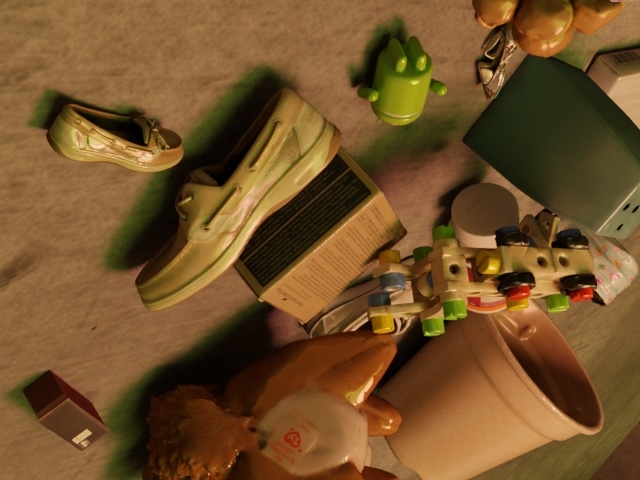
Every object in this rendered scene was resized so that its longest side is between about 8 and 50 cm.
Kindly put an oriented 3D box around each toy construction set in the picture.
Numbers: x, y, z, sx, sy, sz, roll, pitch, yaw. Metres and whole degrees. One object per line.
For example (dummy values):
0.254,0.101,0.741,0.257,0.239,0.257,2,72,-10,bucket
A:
0.237,0.045,1.396,0.327,0.151,0.215,-14,169,-32,toy construction set

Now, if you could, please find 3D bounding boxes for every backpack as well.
0.463,0.025,1.827,0.115,0.182,0.152,-47,149,12,backpack

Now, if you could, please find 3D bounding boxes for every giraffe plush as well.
0.258,-0.291,1.225,0.170,0.181,0.210,92,18,-65,giraffe plush

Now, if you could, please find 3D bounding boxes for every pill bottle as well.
0.258,0.013,1.636,0.121,0.121,0.221,-33,148,-12,pill bottle

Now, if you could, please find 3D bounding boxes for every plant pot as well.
0.362,-0.120,1.462,0.165,0.234,0.166,5,127,-52,plant pot
0.276,0.276,1.859,0.305,0.334,0.334,-40,152,22,plant pot

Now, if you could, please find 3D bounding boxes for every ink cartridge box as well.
0.457,-0.201,1.655,0.189,0.066,0.232,-16,151,-36,ink cartridge box
0.000,0.000,1.318,0.193,0.088,0.235,-40,164,1,ink cartridge box

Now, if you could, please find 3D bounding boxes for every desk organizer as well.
-0.321,0.217,1.325,0.047,0.050,0.130,-36,150,-6,desk organizer

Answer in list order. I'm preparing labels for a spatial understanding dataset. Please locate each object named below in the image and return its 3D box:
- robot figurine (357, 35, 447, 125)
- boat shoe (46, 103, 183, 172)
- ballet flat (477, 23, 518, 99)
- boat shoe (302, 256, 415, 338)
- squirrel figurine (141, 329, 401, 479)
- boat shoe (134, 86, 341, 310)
0.095,-0.185,1.239,0.101,0.067,0.115,-9,142,-15,robot figurine
-0.194,-0.105,1.033,0.153,0.056,0.048,6,132,-42,boat shoe
0.227,-0.235,1.361,0.041,0.041,0.114,-16,142,-36,ballet flat
0.103,0.104,1.617,0.267,0.088,0.096,-18,144,-33,boat shoe
-0.075,0.307,1.564,0.397,0.281,0.370,-3,166,-3,squirrel figurine
-0.114,-0.046,1.175,0.302,0.109,0.098,-43,115,14,boat shoe
